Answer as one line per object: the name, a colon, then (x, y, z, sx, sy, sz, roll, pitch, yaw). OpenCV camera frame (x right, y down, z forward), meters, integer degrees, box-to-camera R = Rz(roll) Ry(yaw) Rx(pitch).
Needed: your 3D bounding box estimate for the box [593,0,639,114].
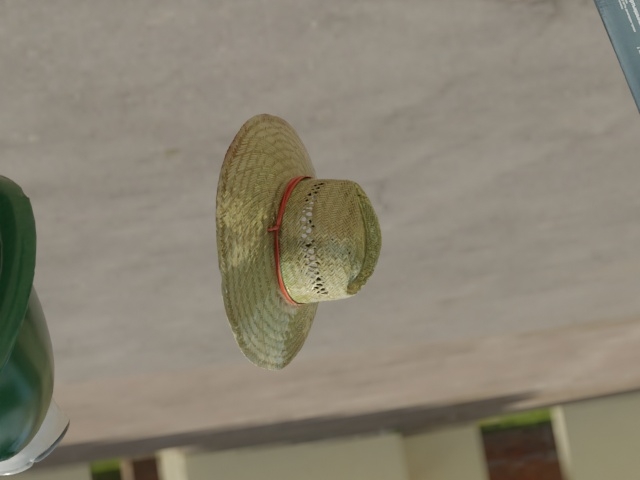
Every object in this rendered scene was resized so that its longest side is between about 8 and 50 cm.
box: (0.143, -0.141, 0.622, 0.051, 0.220, 0.175, -8, -147, 33)

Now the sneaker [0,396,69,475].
sneaker: (-0.360, 0.117, 1.428, 0.297, 0.129, 0.111, -1, -150, 12)

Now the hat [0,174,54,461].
hat: (-0.137, 0.085, 0.800, 0.208, 0.173, 0.183, -4, 150, 47)

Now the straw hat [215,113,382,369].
straw hat: (0.000, 0.000, 0.932, 0.061, 0.144, 0.144, -2, 174, 26)
